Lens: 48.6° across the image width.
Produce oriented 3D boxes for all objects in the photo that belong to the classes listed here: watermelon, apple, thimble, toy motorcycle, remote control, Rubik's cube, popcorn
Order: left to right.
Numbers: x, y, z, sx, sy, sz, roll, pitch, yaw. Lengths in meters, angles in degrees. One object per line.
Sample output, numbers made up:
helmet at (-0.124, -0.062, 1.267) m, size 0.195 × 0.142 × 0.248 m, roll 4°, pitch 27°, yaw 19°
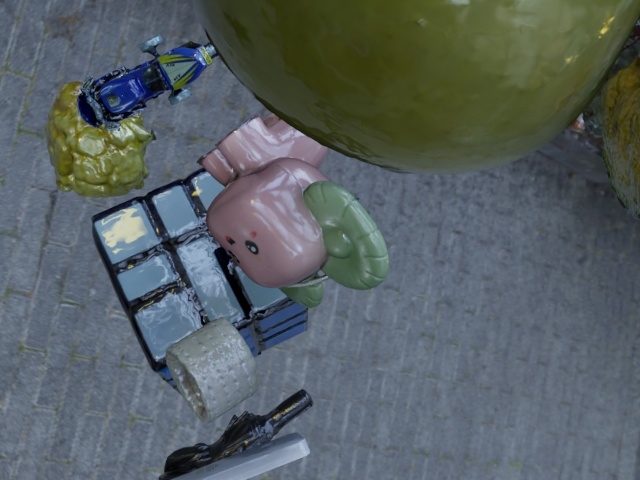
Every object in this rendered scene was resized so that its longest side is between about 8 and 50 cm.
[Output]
popcorn at (-0.438, -0.200, 1.438) m, size 0.225 × 0.249 × 0.249 m, roll 2°, pitch 89°, yaw -26°
toy motorcycle at (-0.298, -0.257, 1.171) m, size 0.113 × 0.315 × 0.169 m, roll 63°, pitch 32°, yaw -20°
Rubik's cube at (-0.201, 0.068, 1.245) m, size 0.283 × 0.288 × 0.294 m, roll -28°, pitch 71°, yaw -10°
thimble at (-0.135, 0.164, 0.904) m, size 0.090 × 0.102 × 0.115 m, roll -31°, pitch 144°, yaw -27°
remote control at (-0.142, 0.383, 1.191) m, size 0.250 × 0.103 × 0.034 m, roll -18°, pitch 87°, yaw -12°
apple at (0.051, -0.167, 0.416) m, size 0.257 × 0.295 × 0.234 m, roll 15°, pitch 71°, yaw -2°
watermelon at (0.435, -0.191, 0.791) m, size 0.189 × 0.331 × 0.331 m, roll -7°, pitch 96°, yaw 8°

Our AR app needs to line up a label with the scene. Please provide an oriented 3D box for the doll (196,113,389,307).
doll at (-0.032, -0.041, 0.954) m, size 0.216 × 0.284 × 0.268 m, roll -39°, pitch 99°, yaw -31°

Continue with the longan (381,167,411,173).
longan at (0.170, -0.266, 1.301) m, size 0.297 × 0.297 × 0.298 m, roll 0°, pitch 91°, yaw -35°

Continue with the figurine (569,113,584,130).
figurine at (0.587, -0.377, 1.731) m, size 0.161 × 0.158 × 0.275 m, roll 60°, pitch 21°, yaw -22°

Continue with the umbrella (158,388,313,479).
umbrella at (-0.160, 0.388, 1.336) m, size 0.340 × 0.118 × 0.118 m, roll -35°, pitch 113°, yaw 3°

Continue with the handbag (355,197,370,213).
handbag at (0.000, 0.000, 1.653) m, size 0.062 × 0.229 × 0.179 m, roll 51°, pitch 38°, yaw 7°

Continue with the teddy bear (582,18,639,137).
teddy bear at (0.525, -0.355, 1.120) m, size 0.224 × 0.367 × 0.357 m, roll -37°, pitch 103°, yaw -9°
